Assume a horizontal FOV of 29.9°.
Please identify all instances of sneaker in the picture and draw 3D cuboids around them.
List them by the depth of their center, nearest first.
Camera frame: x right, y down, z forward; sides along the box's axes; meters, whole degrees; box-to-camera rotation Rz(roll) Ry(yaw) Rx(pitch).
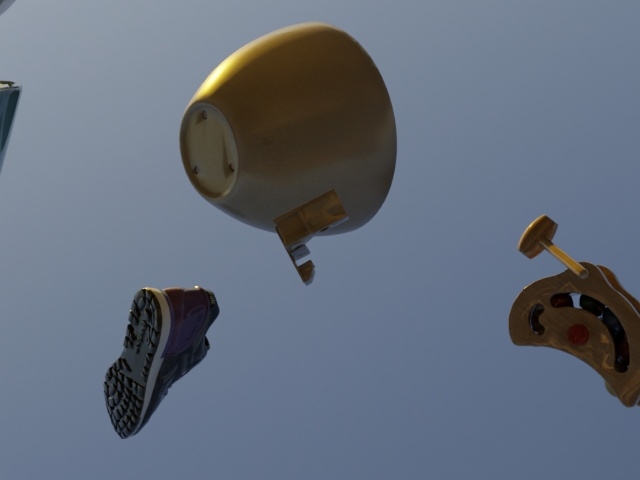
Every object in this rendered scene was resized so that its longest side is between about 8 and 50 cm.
[{"bbox_3d":[-0.220,0.181,1.724,0.124,0.283,0.107,-6,-132,-35],"label":"sneaker"}]

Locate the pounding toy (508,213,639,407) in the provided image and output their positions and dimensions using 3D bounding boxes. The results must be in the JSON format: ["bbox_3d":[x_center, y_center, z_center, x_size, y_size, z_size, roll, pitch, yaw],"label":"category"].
[{"bbox_3d":[0.329,0.108,1.579,0.154,0.155,0.269,-48,-115,17],"label":"pounding toy"}]

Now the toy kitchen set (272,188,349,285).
[{"bbox_3d":[0.000,0.000,1.278,0.075,0.083,0.068,-27,-102,1],"label":"toy kitchen set"}]

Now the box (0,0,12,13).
[{"bbox_3d":[-0.470,-0.380,1.353,0.121,0.311,0.148,-39,-165,28],"label":"box"}]

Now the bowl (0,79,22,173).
[{"bbox_3d":[-0.347,-0.018,0.771,0.311,0.163,0.311,-1,-171,0],"label":"bowl"}]

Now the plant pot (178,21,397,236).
[{"bbox_3d":[-0.067,-0.130,1.536,0.191,0.284,0.284,-15,-146,-39],"label":"plant pot"}]
